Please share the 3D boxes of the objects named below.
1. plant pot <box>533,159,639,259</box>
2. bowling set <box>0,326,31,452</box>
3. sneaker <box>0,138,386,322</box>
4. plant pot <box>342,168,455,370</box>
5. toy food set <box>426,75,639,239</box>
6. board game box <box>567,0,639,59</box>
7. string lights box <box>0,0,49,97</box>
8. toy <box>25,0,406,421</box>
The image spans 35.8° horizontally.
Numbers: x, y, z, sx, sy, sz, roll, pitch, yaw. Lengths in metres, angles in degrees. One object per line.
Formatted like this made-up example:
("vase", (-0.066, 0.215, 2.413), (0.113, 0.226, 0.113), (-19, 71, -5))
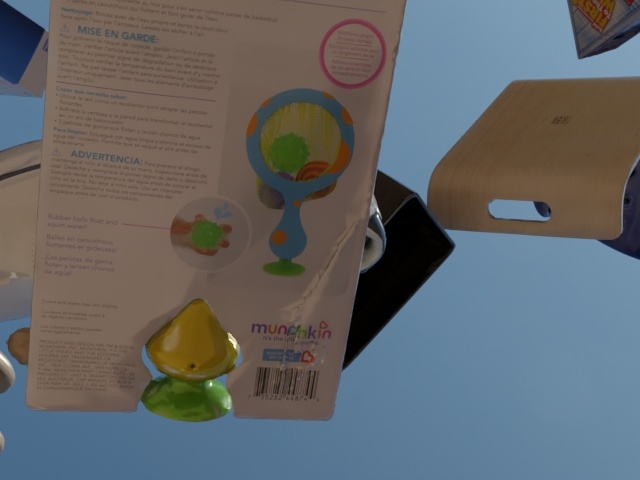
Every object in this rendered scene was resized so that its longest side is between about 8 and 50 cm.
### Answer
("plant pot", (0.459, -0.119, 1.477), (0.212, 0.236, 0.235), (22, -70, 35))
("bowling set", (-0.428, 0.177, 1.107), (0.287, 0.154, 0.199), (3, -127, 23))
("sneaker", (-0.091, 0.000, 0.494), (0.258, 0.094, 0.091), (-15, -143, -11))
("plant pot", (0.000, 0.000, 1.021), (0.167, 0.188, 0.187), (42, -89, 25))
("toy food set", (0.287, -0.099, 1.147), (0.220, 0.092, 0.306), (5, -143, 35))
("board game box", (0.272, -0.267, 0.889), (0.060, 0.194, 0.194), (-19, -112, -29))
("string lights box", (-0.428, -0.254, 1.095), (0.133, 0.260, 0.076), (12, -106, 46))
("toy", (-0.047, -0.040, 0.421), (0.137, 0.056, 0.237), (5, -75, -13))
